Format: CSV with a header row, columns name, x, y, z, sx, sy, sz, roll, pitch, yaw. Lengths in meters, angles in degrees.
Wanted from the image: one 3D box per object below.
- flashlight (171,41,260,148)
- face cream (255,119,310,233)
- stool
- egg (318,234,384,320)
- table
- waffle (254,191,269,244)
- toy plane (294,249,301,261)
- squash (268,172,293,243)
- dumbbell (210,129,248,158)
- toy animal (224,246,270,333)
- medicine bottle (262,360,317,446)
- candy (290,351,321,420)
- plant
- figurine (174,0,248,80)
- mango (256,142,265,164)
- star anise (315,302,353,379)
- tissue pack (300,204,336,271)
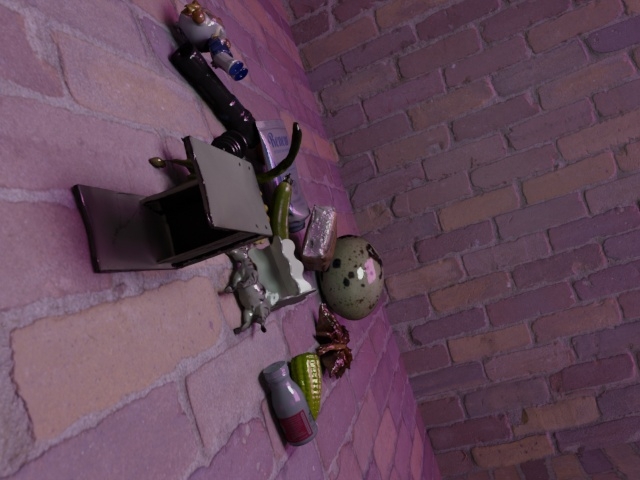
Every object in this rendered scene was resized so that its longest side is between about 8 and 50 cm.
name,x,y,z,sx,sy,sz,roll,pitch,yaw
flashlight,-0.320,-0.456,1.508,0.424,0.103,0.103,48,27,-54
face cream,-0.138,-0.233,1.721,0.235,0.137,0.421,-37,116,-64
stool,-0.266,-0.055,0.905,0.269,0.243,0.171,5,66,-74
egg,0.133,0.158,2.023,0.287,0.287,0.380,45,45,-59
table,-0.125,0.096,1.434,0.199,0.166,0.166,66,13,14
waffle,-0.230,-0.107,1.479,0.261,0.056,0.250,-69,139,-74
toy plane,-0.095,0.069,1.792,0.080,0.033,0.083,-82,151,-82
squash,-0.140,-0.074,1.617,0.071,0.080,0.319,-20,116,-56
dumbbell,-0.280,-0.280,1.427,0.209,0.099,0.099,-76,145,-66
toy animal,-0.200,0.126,1.245,0.170,0.089,0.255,26,49,-75
medicine bottle,-0.085,0.437,1.256,0.090,0.090,0.217,-46,115,-74
candy,-0.041,0.449,1.410,0.097,0.096,0.210,44,36,-60
plant,-0.202,-0.132,1.123,0.180,0.333,0.251,-63,147,-50
figurine,-0.329,-0.603,1.434,0.274,0.133,0.194,49,10,-9
mango,-0.201,-0.350,1.826,0.163,0.089,0.111,-90,157,-69
star anise,0.058,0.405,1.789,0.350,0.108,0.293,54,17,-46
tissue pack,0.000,0.000,1.807,0.257,0.122,0.215,94,9,-74
